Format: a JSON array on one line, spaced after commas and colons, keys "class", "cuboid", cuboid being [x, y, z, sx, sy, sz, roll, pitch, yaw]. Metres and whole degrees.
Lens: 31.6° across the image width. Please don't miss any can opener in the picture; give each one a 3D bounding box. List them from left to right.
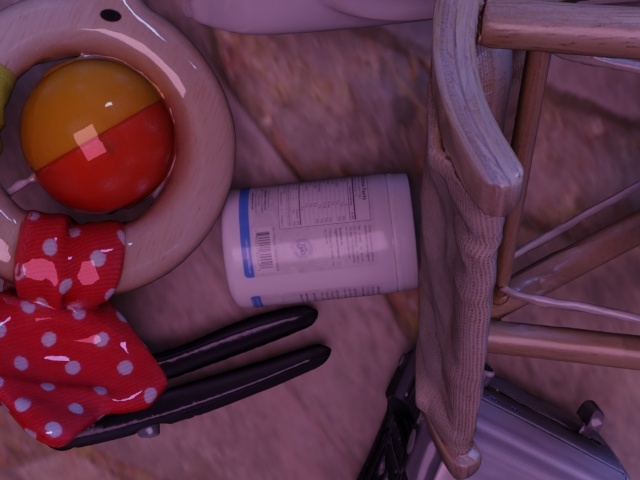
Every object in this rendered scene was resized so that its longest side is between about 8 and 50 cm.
[{"class": "can opener", "cuboid": [-0.084, 0.085, 0.681, 0.186, 0.073, 0.059, -13, 96, -5]}]

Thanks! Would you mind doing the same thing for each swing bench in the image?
[{"class": "swing bench", "cuboid": [0.159, -0.032, 0.514, 0.255, 0.165, 0.253, -10, 147, -4]}]

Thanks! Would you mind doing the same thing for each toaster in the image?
[{"class": "toaster", "cuboid": [0.085, 0.185, 0.666, 0.147, 0.129, 0.227, 22, 101, -7]}]

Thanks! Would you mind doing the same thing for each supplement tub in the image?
[{"class": "supplement tub", "cuboid": [0.000, 0.000, 0.649, 0.107, 0.071, 0.071, -5, 104, 2]}]

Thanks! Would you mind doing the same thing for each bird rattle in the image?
[{"class": "bird rattle", "cuboid": [-0.139, -0.033, 0.590, 0.207, 0.143, 0.253, -34, 86, -13]}]

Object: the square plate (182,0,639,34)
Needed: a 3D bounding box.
[{"class": "square plate", "cuboid": [0.130, -0.191, 0.444, 0.347, 0.344, 0.049, -8, 66, -15]}]
